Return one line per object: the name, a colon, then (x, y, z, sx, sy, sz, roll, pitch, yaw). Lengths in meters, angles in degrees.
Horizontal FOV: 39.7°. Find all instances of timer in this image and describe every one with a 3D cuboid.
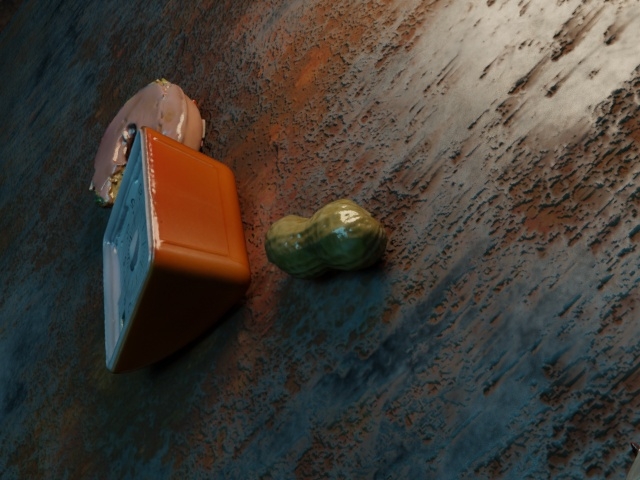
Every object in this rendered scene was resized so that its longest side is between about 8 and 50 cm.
timer: (-0.229, 0.024, 1.229, 0.250, 0.161, 0.258, -45, 41, 32)

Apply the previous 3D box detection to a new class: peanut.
peanut: (0.001, -0.002, 1.049, 0.192, 0.089, 0.089, -10, 61, 43)

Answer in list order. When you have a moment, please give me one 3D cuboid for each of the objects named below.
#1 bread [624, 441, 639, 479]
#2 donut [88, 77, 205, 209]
bread: (0.277, 0.181, 0.602, 0.160, 0.073, 0.160, -50, 13, 16)
donut: (-0.279, -0.157, 1.442, 0.232, 0.085, 0.199, -32, 48, 31)
